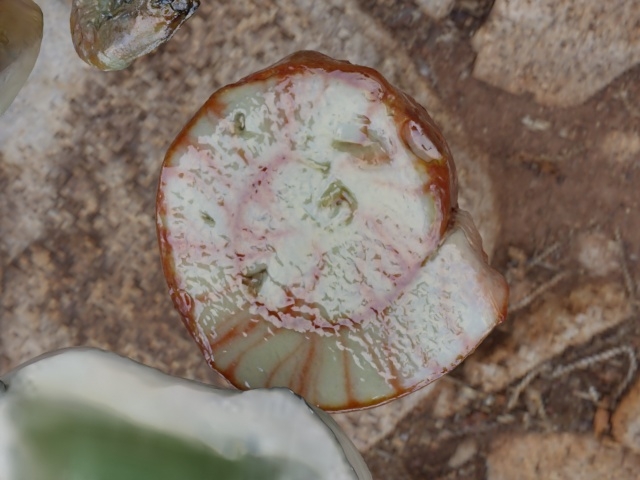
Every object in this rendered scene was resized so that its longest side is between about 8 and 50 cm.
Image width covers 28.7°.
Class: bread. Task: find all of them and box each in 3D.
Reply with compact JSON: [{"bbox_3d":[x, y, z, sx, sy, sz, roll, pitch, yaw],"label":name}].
[{"bbox_3d":[-0.004,-0.001,1.169,0.295,0.114,0.327,-24,94,15],"label":"bread"}]

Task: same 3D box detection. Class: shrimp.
[{"bbox_3d":[-0.153,-0.195,1.028,0.190,0.042,0.101,-4,89,47],"label":"shrimp"}]

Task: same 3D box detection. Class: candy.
[{"bbox_3d":[-0.129,0.303,1.021,0.386,0.427,0.186,5,156,-18],"label":"candy"}]

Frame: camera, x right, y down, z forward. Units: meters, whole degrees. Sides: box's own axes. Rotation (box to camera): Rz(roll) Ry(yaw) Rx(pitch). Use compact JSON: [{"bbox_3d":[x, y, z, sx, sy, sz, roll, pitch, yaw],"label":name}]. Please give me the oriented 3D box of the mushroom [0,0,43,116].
[{"bbox_3d":[-0.384,-0.184,0.829,0.397,0.224,0.313,13,157,36],"label":"mushroom"}]
